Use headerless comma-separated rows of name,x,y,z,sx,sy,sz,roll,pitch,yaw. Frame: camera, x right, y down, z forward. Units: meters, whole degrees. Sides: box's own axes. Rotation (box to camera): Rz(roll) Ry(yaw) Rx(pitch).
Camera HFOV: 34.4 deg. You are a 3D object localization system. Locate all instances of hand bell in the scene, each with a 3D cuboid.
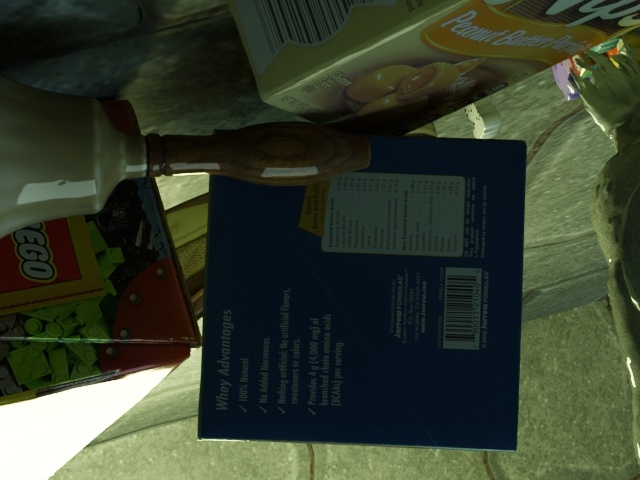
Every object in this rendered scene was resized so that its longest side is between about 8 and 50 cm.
hand bell,-0.089,-0.051,0.609,0.241,0.126,0.126,-2,162,-14

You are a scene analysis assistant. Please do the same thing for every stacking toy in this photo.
stacking toy,0.215,-0.162,0.837,0.166,0.052,0.221,-18,164,-9

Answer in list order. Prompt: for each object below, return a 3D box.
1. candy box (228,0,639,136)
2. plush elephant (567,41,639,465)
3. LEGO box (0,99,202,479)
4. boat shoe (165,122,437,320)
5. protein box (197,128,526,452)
candy box,0.124,-0.166,0.612,0.316,0.088,0.183,-23,168,22
plush elephant,0.323,-0.040,0.666,0.271,0.330,0.255,-3,158,-39
LEGO box,-0.361,0.103,0.813,0.372,0.193,0.500,-10,164,-30
boat shoe,-0.027,-0.002,0.927,0.341,0.123,0.123,-25,169,-21
protein box,0.026,0.033,0.709,0.201,0.200,0.136,2,178,0
